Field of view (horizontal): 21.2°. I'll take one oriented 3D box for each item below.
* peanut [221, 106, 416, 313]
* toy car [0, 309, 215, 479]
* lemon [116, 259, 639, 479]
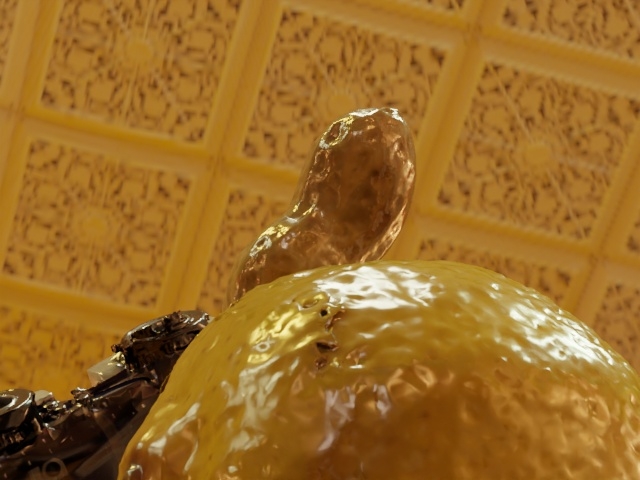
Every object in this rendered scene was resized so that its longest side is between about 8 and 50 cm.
[{"bbox_3d":[-0.001,0.000,1.085,0.089,0.089,0.193,31,-95,-17],"label":"peanut"},{"bbox_3d":[-0.169,0.173,1.269,0.301,0.118,0.193,-24,-74,-26],"label":"toy car"},{"bbox_3d":[0.040,0.142,0.816,0.293,0.293,0.293,0,-60,-1],"label":"lemon"}]
